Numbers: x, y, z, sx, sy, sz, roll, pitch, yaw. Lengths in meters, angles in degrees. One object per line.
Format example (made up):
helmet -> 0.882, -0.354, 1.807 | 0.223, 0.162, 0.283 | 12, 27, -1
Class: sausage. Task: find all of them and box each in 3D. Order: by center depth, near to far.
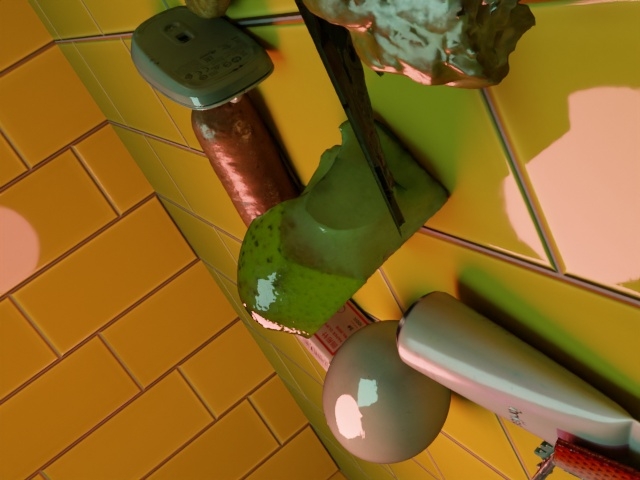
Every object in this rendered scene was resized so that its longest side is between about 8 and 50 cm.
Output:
sausage -> -0.098, -0.074, 1.419 | 0.500, 0.123, 0.136 | 65, 174, -34

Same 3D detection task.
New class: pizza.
pizza -> -0.161, -0.380, 1.052 | 0.127, 0.058, 0.246 | 47, 165, 16

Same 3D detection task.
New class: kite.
kite -> 0.023, -0.198, 0.694 | 0.368, 0.014, 0.405 | -8, -97, -75

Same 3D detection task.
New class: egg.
egg -> 0.118, 0.270, 1.359 | 0.230, 0.230, 0.370 | 46, 158, 22

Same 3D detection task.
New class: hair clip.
hair clip -> 0.352, 0.326, 1.157 | 0.049, 0.049, 0.172 | 46, 158, 22

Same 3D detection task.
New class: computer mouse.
computer mouse -> -0.188, -0.270, 1.181 | 0.288, 0.160, 0.097 | 42, 156, 37

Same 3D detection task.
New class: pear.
pear -> 0.000, 0.000, 1.018 | 0.176, 0.282, 0.286 | 43, 163, 5

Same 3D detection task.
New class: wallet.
wallet -> 0.382, 0.301, 0.933 | 0.197, 0.020, 0.103 | 22, 153, 24

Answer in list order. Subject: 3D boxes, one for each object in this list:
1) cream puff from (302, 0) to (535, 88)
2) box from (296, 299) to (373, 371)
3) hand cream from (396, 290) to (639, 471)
cream puff -> 0.080, -0.220, 0.496 | 0.194, 0.195, 0.221 | 47, 146, 21
box -> 0.018, 0.180, 1.636 | 0.182, 0.133, 0.099 | 48, 165, 25
hand cream -> 0.263, 0.193, 1.014 | 0.359, 0.118, 0.185 | 31, 156, 37
